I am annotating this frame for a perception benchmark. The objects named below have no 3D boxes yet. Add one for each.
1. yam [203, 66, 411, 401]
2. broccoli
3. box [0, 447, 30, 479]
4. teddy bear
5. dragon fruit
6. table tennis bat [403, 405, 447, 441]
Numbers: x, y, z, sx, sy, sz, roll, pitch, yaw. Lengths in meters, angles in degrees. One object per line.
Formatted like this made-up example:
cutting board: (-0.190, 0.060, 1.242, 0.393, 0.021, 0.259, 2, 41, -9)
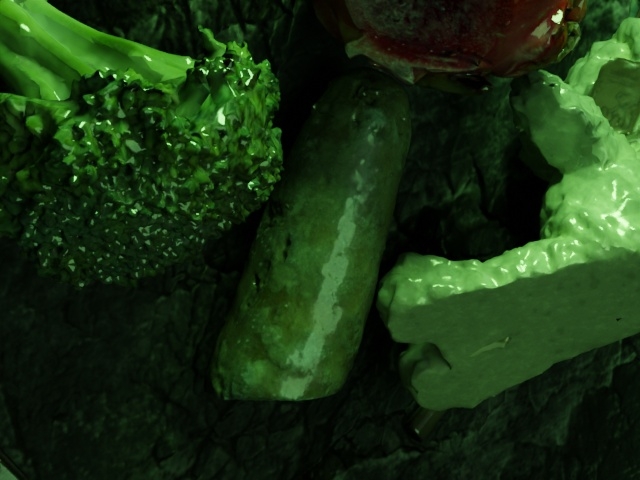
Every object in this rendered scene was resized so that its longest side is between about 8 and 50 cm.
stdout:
yam: (0.000, 0.000, 1.677, 0.133, 0.133, 0.330, 20, 86, -40)
broccoli: (-0.166, -0.071, 1.450, 0.288, 0.260, 0.235, 81, 23, -77)
box: (-0.310, 0.217, 1.477, 0.135, 0.151, 0.151, -43, 125, -11)
teddy bear: (0.219, -0.063, 1.821, 0.375, 0.362, 0.327, -16, 143, 4)
dragon fruit: (0.127, -0.276, 1.613, 0.291, 0.250, 0.269, -54, 154, -56)
table tennis bat: (0.167, 0.117, 1.907, 0.234, 0.022, 0.131, -47, 127, -21)
